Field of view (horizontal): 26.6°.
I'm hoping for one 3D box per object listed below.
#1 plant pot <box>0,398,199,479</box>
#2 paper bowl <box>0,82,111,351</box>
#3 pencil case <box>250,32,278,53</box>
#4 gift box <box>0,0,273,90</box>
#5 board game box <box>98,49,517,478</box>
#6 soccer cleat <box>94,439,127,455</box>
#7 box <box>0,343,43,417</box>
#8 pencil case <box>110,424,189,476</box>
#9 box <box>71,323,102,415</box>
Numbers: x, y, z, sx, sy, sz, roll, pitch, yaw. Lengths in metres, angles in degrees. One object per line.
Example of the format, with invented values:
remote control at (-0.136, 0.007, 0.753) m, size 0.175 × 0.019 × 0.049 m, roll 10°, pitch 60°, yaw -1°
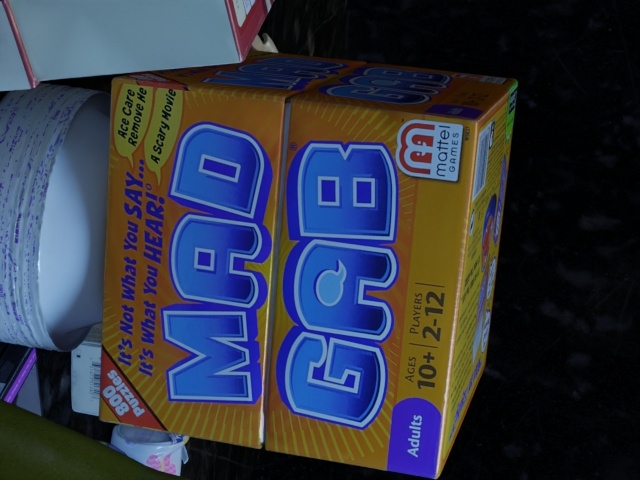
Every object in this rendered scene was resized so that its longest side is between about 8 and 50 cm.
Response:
plant pot at (-0.266, 0.258, 0.963) m, size 0.366 × 0.353 × 0.366 m, roll 8°, pitch 90°, yaw -83°
paper bowl at (-0.265, -0.022, 1.454) m, size 0.284 × 0.148 × 0.284 m, roll 9°, pitch 90°, yaw -81°
pencil case at (-0.175, -0.140, 1.848) m, size 0.159 × 0.184 × 0.410 m, roll 79°, pitch 19°, yaw -44°
gift box at (-0.187, -0.272, 1.067) m, size 0.276 × 0.258 × 0.255 m, roll -66°, pitch 149°, yaw -57°
board game box at (0.000, 0.000, 1.459) m, size 0.356 × 0.357 × 0.356 m, roll -42°, pitch 138°, yaw -71°
soccer cleat at (-0.332, 0.400, 1.770) m, size 0.121 × 0.093 × 0.289 m, roll 32°, pitch 68°, yaw -49°
box at (-0.349, 0.208, 1.530) m, size 0.116 × 0.029 × 0.162 m, roll -71°, pitch 166°, yaw -52°
pencil case at (-0.267, 0.404, 2.047) m, size 0.124 × 0.114 × 0.273 m, roll -10°, pitch 111°, yaw -59°
box at (-0.258, 0.136, 1.886) m, size 0.275 × 0.094 × 0.113 m, roll -64°, pitch 160°, yaw -65°
